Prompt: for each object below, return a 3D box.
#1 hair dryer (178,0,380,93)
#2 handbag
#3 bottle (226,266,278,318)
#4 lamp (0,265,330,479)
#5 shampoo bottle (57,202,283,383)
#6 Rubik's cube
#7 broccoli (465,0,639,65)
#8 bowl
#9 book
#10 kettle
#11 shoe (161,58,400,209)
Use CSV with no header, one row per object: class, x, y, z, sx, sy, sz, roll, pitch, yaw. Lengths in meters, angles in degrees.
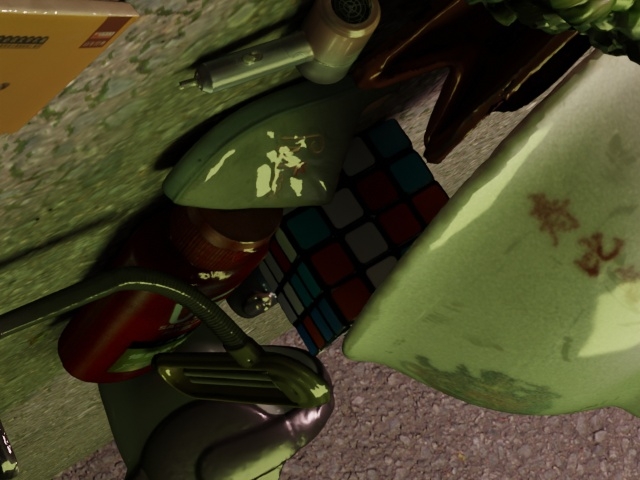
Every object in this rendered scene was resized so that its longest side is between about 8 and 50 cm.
hair dryer,-0.026,-0.103,0.613,0.114,0.037,0.063,-22,170,-20
handbag,0.165,-0.173,0.680,0.275,0.084,0.260,-41,176,26
bottle,0.000,0.000,1.223,0.244,0.072,0.082,-34,-144,17
lamp,-0.165,0.092,0.811,0.283,0.124,0.203,-7,172,-36
shampoo bottle,-0.122,0.033,0.911,0.118,0.076,0.314,-11,162,-32
Rubik's cube,0.031,0.001,1.069,0.155,0.151,0.154,-31,172,-19
broccoli,0.163,-0.206,0.426,0.165,0.145,0.304,22,124,-33
bowl,0.237,0.005,0.846,0.435,0.196,0.435,-43,168,-11
book,-0.166,-0.045,0.464,0.172,0.012,0.118,-36,173,26
kettle,-0.101,0.161,1.103,0.221,0.161,0.236,-18,-160,-11
shoe,-0.011,-0.061,0.766,0.195,0.078,0.079,-33,175,-31
